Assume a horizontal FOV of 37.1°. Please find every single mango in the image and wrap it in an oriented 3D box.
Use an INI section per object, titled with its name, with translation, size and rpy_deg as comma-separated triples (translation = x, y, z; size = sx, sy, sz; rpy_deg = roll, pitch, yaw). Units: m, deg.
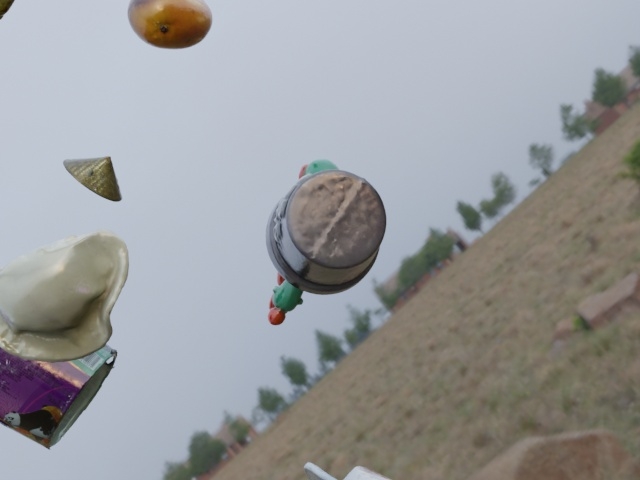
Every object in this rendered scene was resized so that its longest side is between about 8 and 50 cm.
[mango]
translation = -0.282, -0.435, 1.841
size = 0.112, 0.145, 0.219
rpy_deg = -64, -10, 28

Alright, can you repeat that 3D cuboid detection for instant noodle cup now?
[instant noodle cup]
translation = -0.471, 0.214, 1.596
size = 0.251, 0.190, 0.251
rpy_deg = -56, -1, -2

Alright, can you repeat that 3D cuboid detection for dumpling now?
[dumpling]
translation = -0.282, 0.068, 1.047
size = 0.169, 0.134, 0.100
rpy_deg = -26, 8, -16

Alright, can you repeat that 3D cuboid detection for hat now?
[hat]
translation = -0.464, -0.152, 2.020
size = 0.067, 0.146, 0.146
rpy_deg = -52, -8, 11

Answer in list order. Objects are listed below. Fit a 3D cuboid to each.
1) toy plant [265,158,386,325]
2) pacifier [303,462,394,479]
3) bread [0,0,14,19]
[toy plant]
translation = -0.001, -0.014, 1.552
size = 0.185, 0.279, 0.400
rpy_deg = -5, -8, -8
[pacifier]
translation = 0.050, 0.428, 1.314
size = 0.207, 0.227, 0.279
rpy_deg = -42, 17, -19
[bread]
translation = -0.415, -0.309, 1.066
size = 0.188, 0.149, 0.065
rpy_deg = -24, 50, 50
